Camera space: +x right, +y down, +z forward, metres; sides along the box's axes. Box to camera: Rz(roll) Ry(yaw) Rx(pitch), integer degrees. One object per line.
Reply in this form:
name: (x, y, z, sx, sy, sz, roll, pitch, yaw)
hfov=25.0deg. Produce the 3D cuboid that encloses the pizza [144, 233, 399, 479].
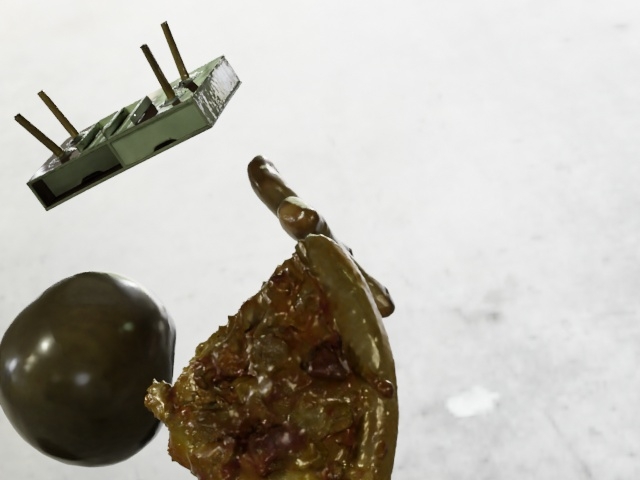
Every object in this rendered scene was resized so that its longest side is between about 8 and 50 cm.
pizza: (-0.045, 0.159, 1.248, 0.226, 0.335, 0.086, 4, 0, 9)

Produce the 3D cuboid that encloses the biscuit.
biscuit: (-0.001, 0.000, 1.723, 0.047, 0.208, 0.164, -43, 38, -1)

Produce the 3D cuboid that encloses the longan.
longan: (-0.247, 0.138, 1.547, 0.198, 0.212, 0.198, 25, 12, -6)

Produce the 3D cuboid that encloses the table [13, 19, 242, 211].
table: (-0.227, -0.147, 1.617, 0.240, 0.111, 0.121, -24, 21, 25)
